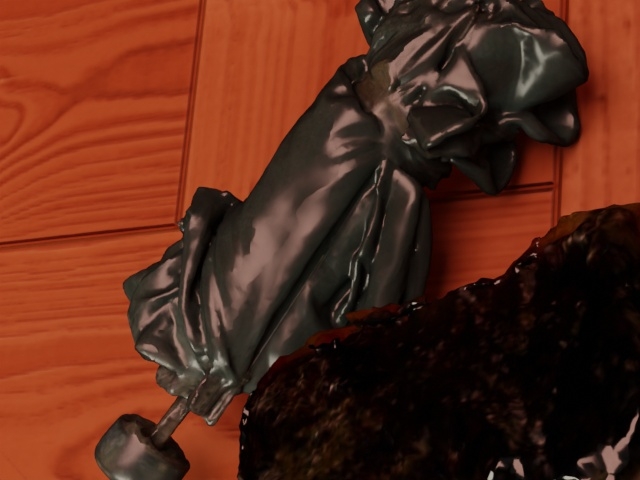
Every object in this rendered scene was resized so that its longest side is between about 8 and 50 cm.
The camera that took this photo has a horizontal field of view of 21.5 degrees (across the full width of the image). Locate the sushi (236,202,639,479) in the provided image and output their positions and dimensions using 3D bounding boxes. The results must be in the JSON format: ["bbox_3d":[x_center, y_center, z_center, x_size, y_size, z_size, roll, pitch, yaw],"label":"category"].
[{"bbox_3d":[0.112,0.087,0.763,0.343,0.196,0.182,-21,59,25],"label":"sushi"}]

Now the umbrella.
[{"bbox_3d":[-0.001,-0.001,0.927,0.143,0.094,0.349,40,97,29],"label":"umbrella"}]
